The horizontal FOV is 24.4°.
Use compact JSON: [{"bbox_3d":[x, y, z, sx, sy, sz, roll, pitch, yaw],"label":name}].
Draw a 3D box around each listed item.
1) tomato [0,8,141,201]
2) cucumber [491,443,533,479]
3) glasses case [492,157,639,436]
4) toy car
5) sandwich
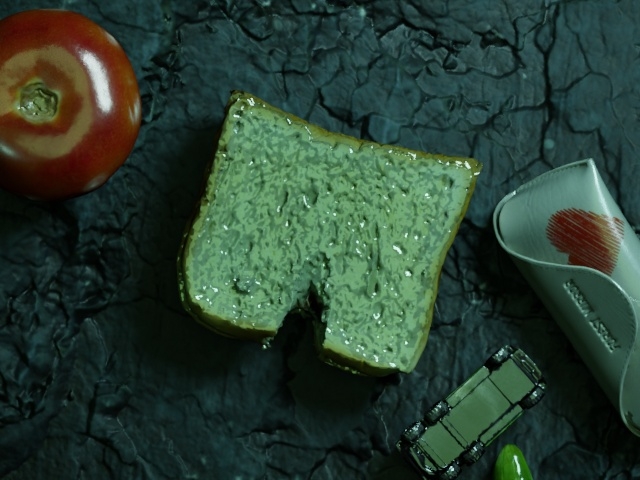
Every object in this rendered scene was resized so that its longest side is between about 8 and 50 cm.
[{"bbox_3d":[-0.274,-0.136,1.498,0.195,0.136,0.195,0,88,-1],"label":"tomato"},{"bbox_3d":[0.227,0.330,1.518,0.056,0.056,0.250,-22,84,-3],"label":"cucumber"},{"bbox_3d":[0.299,0.064,1.507,0.083,0.128,0.308,-31,85,-47],"label":"glasses case"},{"bbox_3d":[0.155,0.179,1.523,0.165,0.062,0.071,-42,89,-4],"label":"toy car"},{"bbox_3d":[0.000,0.000,1.518,0.273,0.095,0.249,16,89,-1],"label":"sandwich"}]
